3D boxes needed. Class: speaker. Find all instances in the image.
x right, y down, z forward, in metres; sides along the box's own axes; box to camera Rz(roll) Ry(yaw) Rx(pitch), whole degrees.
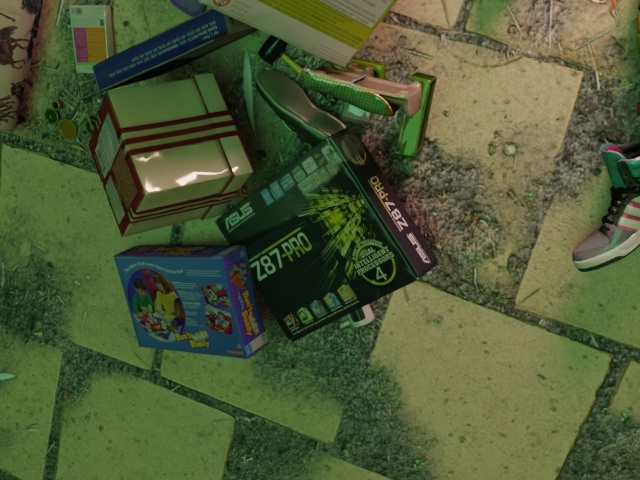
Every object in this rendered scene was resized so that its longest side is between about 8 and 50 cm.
[{"bbox_3d":[0.068,0.117,1.676,0.055,0.055,0.136,-19,101,23],"label":"speaker"}]

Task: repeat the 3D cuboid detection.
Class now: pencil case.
[{"bbox_3d":[-0.722,-0.446,1.689,0.183,0.160,0.410,20,114,-5],"label":"pencil case"}]

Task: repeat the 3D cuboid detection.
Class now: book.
[{"bbox_3d":[-0.499,-0.440,1.688,0.096,0.035,0.144,6,109,20],"label":"book"}]

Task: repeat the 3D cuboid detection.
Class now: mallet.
[{"bbox_3d":[-0.035,-0.351,1.566,0.189,0.039,0.062,34,113,0],"label":"mallet"}]

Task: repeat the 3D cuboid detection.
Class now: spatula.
[{"bbox_3d":[-0.243,-0.566,1.506,0.084,0.030,0.296,36,145,8],"label":"spatula"}]

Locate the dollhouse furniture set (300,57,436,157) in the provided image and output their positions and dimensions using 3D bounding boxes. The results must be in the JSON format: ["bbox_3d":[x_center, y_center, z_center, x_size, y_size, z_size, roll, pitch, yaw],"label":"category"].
[{"bbox_3d":[0.085,-0.233,1.415,0.197,0.301,0.151,15,111,12],"label":"dollhouse furniture set"}]

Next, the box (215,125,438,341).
[{"bbox_3d":[0.000,0.000,1.569,0.395,0.097,0.318,-30,90,42],"label":"box"}]

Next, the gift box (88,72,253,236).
[{"bbox_3d":[-0.300,-0.172,1.552,0.276,0.258,0.255,-33,75,60],"label":"gift box"}]

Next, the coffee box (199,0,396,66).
[{"bbox_3d":[-0.042,-0.552,1.262,0.334,0.338,0.338,-49,55,25],"label":"coffee box"}]

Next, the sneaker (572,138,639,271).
[{"bbox_3d":[0.550,-0.086,1.407,0.295,0.124,0.178,-39,98,17],"label":"sneaker"}]

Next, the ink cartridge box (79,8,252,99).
[{"bbox_3d":[-0.277,-0.374,1.484,0.303,0.307,0.072,-17,102,22],"label":"ink cartridge box"}]

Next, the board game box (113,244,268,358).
[{"bbox_3d":[-0.295,0.131,1.734,0.347,0.078,0.233,0,109,36],"label":"board game box"}]

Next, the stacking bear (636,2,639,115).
[{"bbox_3d":[0.596,-0.369,1.287,0.164,0.175,0.289,-13,96,14],"label":"stacking bear"}]

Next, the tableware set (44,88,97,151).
[{"bbox_3d":[-0.563,-0.265,1.772,0.154,0.024,0.104,43,116,0],"label":"tableware set"}]

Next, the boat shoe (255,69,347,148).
[{"bbox_3d":[-0.048,-0.256,1.574,0.227,0.081,0.069,40,144,4],"label":"boat shoe"}]
